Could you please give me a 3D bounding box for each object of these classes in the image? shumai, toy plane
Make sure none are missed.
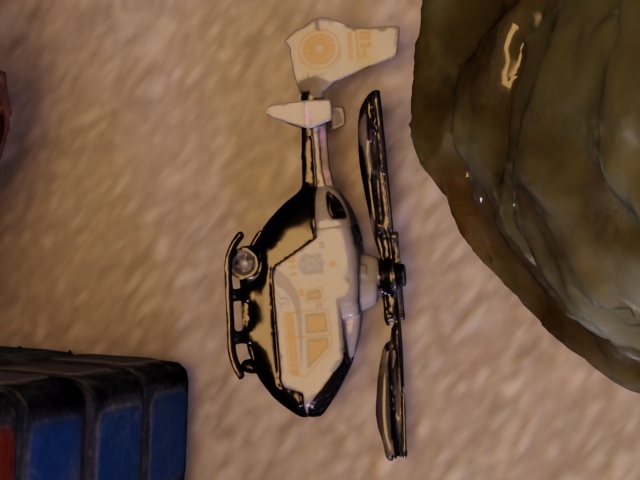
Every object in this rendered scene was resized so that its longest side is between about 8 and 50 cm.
[{"bbox_3d":[0.161,-0.082,0.511,0.304,0.263,0.309,31,98,12],"label":"shumai"},{"bbox_3d":[-0.001,-0.001,0.670,0.078,0.053,0.197,-1,91,8],"label":"toy plane"}]

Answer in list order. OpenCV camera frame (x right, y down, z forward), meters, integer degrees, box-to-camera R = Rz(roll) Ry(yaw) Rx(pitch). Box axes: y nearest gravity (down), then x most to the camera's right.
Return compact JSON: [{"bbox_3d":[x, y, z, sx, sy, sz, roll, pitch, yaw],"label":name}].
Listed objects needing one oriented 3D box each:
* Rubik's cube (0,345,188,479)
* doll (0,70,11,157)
[{"bbox_3d":[-0.237,0.187,0.612,0.292,0.293,0.287,2,91,15],"label":"Rubik's cube"},{"bbox_3d":[-0.283,-0.076,0.665,0.268,0.216,0.284,20,61,19],"label":"doll"}]
